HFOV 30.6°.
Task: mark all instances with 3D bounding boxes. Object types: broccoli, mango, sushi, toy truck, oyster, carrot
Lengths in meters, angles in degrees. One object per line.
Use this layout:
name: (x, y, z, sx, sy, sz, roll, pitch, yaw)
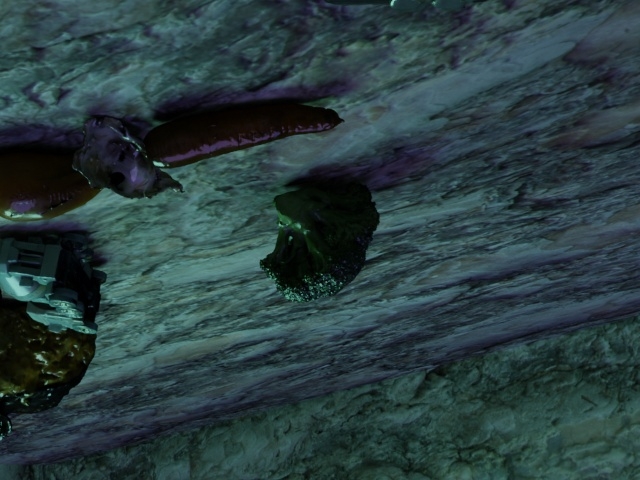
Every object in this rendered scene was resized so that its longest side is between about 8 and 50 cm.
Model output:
broccoli: (0.000, 0.000, 1.701, 0.195, 0.195, 0.156, -13, 124, 16)
mango: (-0.343, -0.065, 1.464, 0.159, 0.084, 0.105, 0, 167, -23)
sushi: (-0.573, 0.230, 2.071, 0.348, 0.234, 0.207, 0, 162, -39)
toy truck: (-0.424, 0.063, 1.813, 0.140, 0.108, 0.257, 5, 161, 2)
oyster: (-0.250, -0.091, 1.453, 0.061, 0.106, 0.200, 30, 161, 27)
carrot: (-0.095, -0.133, 1.409, 0.247, 0.059, 0.059, -11, 163, -1)

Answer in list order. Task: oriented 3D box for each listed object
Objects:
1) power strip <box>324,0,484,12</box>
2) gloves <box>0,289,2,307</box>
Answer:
power strip: (0.113, -0.257, 1.087, 0.198, 0.065, 0.213, -6, 162, -13)
gloves: (-0.593, 0.085, 1.801, 0.164, 0.124, 0.203, -40, 157, 27)
